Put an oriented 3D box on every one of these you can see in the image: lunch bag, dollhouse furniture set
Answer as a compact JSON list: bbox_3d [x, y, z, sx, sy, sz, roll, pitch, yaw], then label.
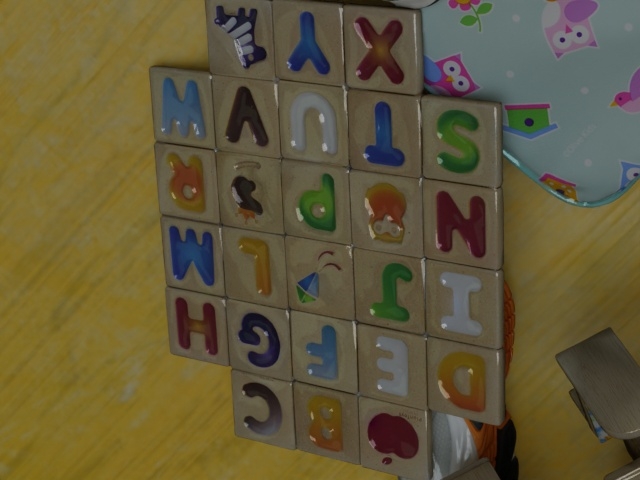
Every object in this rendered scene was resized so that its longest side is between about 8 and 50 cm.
[{"bbox_3d":[0.188,-0.178,1.085,0.224,0.108,0.279,39,124,-4],"label":"lunch bag"},{"bbox_3d":[0.224,0.190,1.122,0.242,0.161,0.212,-27,129,-1],"label":"dollhouse furniture set"}]

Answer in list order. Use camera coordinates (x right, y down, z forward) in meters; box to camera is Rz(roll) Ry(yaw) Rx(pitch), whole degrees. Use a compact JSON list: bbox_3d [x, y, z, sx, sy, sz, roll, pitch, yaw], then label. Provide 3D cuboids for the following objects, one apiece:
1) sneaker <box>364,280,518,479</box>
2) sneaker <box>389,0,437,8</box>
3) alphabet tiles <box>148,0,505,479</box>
[{"bbox_3d":[0.077,0.136,1.246,0.121,0.099,0.262,9,111,27],"label":"sneaker"},{"bbox_3d":[-0.026,-0.216,1.087,0.234,0.106,0.078,33,116,36],"label":"sneaker"},{"bbox_3d":[0.000,0.000,1.181,0.285,0.011,0.342,10,113,31],"label":"alphabet tiles"}]
